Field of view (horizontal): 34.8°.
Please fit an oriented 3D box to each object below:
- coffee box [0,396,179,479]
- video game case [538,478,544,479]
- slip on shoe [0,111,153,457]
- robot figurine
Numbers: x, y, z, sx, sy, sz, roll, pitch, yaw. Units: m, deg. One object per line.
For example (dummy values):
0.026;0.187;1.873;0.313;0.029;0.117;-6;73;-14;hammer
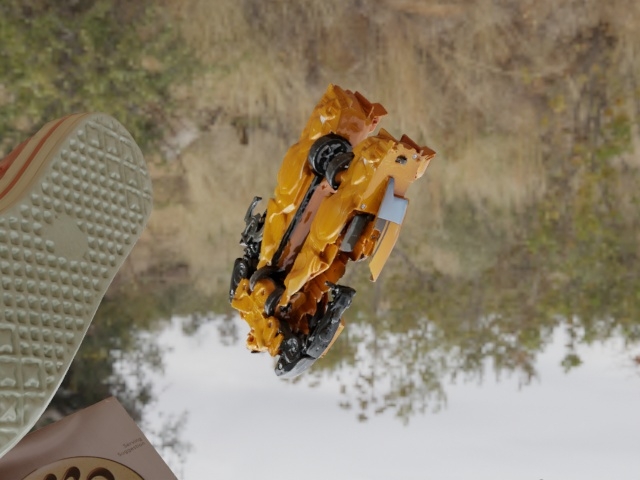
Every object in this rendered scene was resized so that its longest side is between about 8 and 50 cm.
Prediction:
-0.233;0.254;0.710;0.297;0.168;0.119;-21;147;-40;coffee box
0.175;0.289;0.567;0.061;0.269;0.244;-35;155;-23;video game case
-0.196;0.033;0.551;0.101;0.123;0.331;-18;-155;24;slip on shoe
0.000;0.000;1.058;0.085;0.291;0.211;11;-154;-34;robot figurine
